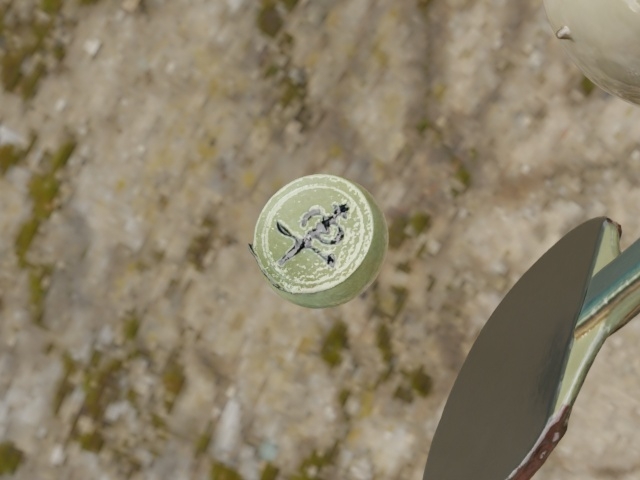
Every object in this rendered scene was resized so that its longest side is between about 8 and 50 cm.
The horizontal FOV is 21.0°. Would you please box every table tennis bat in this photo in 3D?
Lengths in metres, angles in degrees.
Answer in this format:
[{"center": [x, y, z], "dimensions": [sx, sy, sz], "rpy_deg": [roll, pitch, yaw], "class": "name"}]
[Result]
[{"center": [0.122, 0.047, 0.870], "dimensions": [0.301, 0.022, 0.173], "rpy_deg": [-50, 15, 55], "class": "table tennis bat"}]

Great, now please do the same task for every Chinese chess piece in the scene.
[{"center": [0.000, 0.000, 1.051], "dimensions": [0.084, 0.034, 0.084], "rpy_deg": [-7, 67, 18], "class": "Chinese chess piece"}]

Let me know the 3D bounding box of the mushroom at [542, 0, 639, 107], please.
[{"center": [0.219, -0.225, 0.929], "dimensions": [0.292, 0.292, 0.290], "rpy_deg": [-36, 87, 27], "class": "mushroom"}]
